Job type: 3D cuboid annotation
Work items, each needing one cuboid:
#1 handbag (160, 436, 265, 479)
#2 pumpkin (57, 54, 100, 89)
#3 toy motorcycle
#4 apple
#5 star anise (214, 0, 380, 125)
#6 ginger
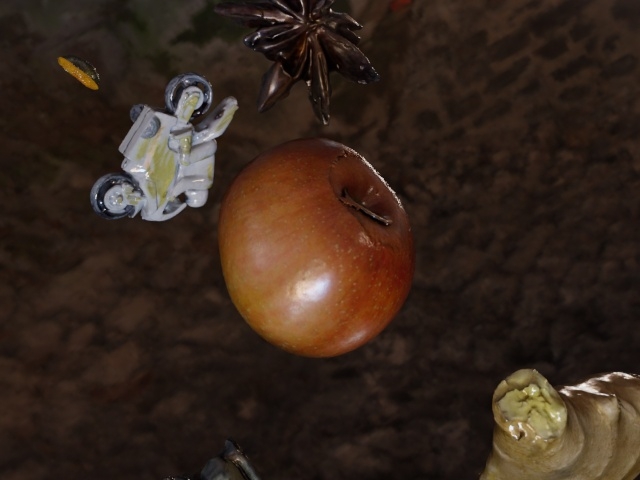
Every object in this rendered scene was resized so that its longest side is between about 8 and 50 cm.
[{"bbox_3d":[-0.078,0.376,0.986,0.163,0.327,0.325,-22,165,-30],"label":"handbag"},{"bbox_3d":[-0.396,-0.285,1.780,0.028,0.083,0.050,-59,-171,-18],"label":"pumpkin"},{"bbox_3d":[-0.193,-0.105,1.407,0.228,0.151,0.074,-54,-146,-2],"label":"toy motorcycle"},{"bbox_3d":[0.000,0.000,1.105,0.210,0.234,0.173,-1,152,-48],"label":"apple"},{"bbox_3d":[-0.022,-0.302,1.542,0.212,0.282,0.129,-20,179,-15],"label":"star anise"},{"bbox_3d":[0.261,0.224,1.234,0.375,0.166,0.236,17,144,-40],"label":"ginger"}]
